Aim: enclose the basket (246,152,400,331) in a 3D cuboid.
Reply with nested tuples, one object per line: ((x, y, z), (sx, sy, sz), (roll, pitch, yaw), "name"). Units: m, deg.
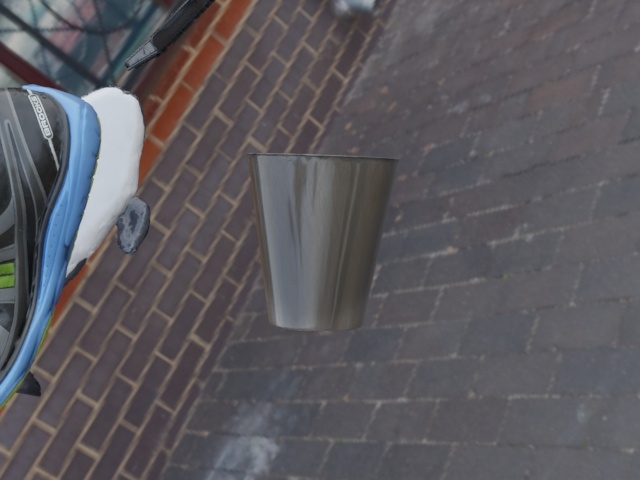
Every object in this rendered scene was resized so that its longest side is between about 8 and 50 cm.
((0.000, 0.000, 1.209), (0.154, 0.204, 0.226), (-32, -56, -83), "basket")

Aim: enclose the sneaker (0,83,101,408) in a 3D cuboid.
((-0.168, 0.012, 0.457), (0.067, 0.078, 0.188), (-157, 83, -76), "sneaker")

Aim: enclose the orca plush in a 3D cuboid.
((-0.238, 0.000, 0.839), (0.102, 0.151, 0.287), (156, 124, -77), "orca plush")

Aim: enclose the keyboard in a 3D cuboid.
((-0.126, -0.246, 0.936), (0.108, 0.023, 0.180), (-20, 30, 53), "keyboard")
